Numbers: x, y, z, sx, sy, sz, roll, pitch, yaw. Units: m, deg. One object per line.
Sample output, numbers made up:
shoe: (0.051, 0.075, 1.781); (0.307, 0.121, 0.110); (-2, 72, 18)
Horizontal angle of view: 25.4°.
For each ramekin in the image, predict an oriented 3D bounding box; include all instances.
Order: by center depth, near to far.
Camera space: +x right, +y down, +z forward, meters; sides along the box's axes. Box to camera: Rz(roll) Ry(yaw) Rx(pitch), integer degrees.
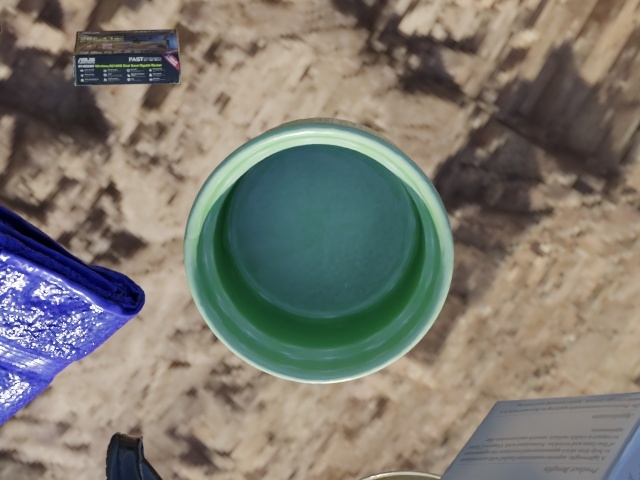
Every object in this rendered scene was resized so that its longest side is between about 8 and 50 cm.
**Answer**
ramekin: (0.000, 0.000, 1.656); (0.303, 0.303, 0.148); (-61, -175, 14)

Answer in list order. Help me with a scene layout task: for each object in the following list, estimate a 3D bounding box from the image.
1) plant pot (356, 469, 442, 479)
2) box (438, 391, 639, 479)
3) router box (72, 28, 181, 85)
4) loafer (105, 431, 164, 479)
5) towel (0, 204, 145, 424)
plant pot: (0.090, 0.333, 1.375); (0.236, 0.236, 0.032); (-60, 175, 13)
box: (0.215, 0.222, 1.097); (0.119, 0.181, 0.182); (-47, 111, -32)
router box: (-0.223, -0.212, 1.639); (0.123, 0.092, 0.038); (-2, 116, -7)
loafer: (-0.140, 0.278, 1.337); (0.078, 0.220, 0.080); (-20, -177, -3)
towel: (-0.362, 0.107, 1.485); (0.308, 0.076, 0.228); (-38, 131, 23)
